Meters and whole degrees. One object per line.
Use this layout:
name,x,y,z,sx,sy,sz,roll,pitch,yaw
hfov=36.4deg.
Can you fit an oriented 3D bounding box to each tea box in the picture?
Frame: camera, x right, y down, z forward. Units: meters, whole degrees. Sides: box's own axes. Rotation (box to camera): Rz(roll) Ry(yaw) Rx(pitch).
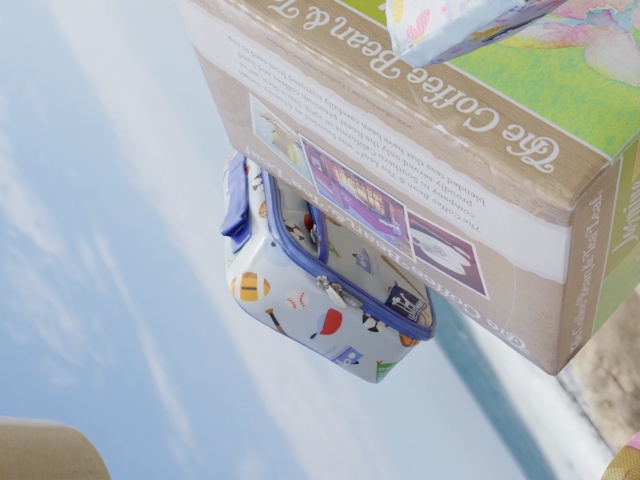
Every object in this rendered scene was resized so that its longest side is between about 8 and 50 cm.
tea box,0.131,-0.149,0.680,0.329,0.323,0.220,36,161,27

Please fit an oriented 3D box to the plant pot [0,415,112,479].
plant pot,-0.380,0.294,0.940,0.305,0.334,0.333,10,-139,-53

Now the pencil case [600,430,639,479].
pencil case,0.311,0.186,0.427,0.386,0.167,0.160,7,96,52

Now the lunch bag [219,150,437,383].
lunch bag,0.000,0.000,1.044,0.243,0.115,0.303,35,-157,-27

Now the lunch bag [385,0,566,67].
lunch bag,0.063,-0.098,0.328,0.053,0.083,0.071,35,157,-14
